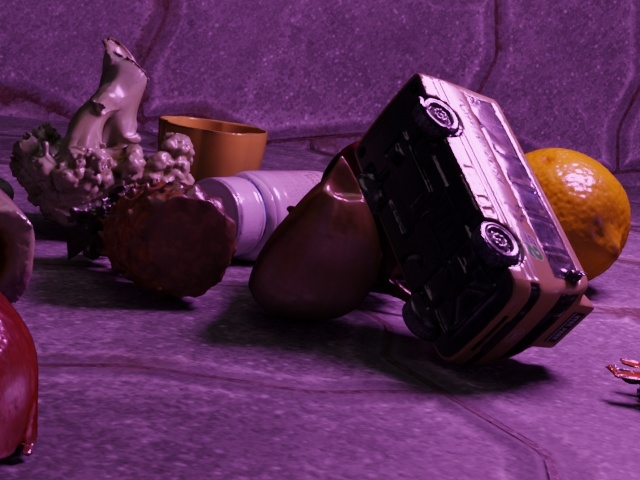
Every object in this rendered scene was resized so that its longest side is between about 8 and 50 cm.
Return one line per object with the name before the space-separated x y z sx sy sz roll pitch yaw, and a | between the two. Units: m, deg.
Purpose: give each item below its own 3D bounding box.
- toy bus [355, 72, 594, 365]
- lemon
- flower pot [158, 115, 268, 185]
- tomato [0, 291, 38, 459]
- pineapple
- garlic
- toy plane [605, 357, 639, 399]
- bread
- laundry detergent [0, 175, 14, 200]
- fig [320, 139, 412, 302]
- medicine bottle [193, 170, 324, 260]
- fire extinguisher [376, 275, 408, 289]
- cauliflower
toy bus | 0.189 -0.025 1.709 0.202 0.177 0.365 10 46 -36
lemon | 0.397 -0.038 2.256 0.253 0.228 0.228 13 10 40
flower pot | -0.199 -0.121 2.406 0.195 0.179 0.195 8 11 -2
tomato | -0.365 0.076 1.121 0.289 0.176 0.335 15 10 21
pineapple | -0.249 -0.013 1.844 0.169 0.169 0.340 2 4 -31
garlic | -0.006 0.015 1.778 0.151 0.196 0.338 19 -9 -5
toy plane | 0.408 0.174 1.555 0.135 0.062 0.188 6 23 -12
bread | -0.469 -0.016 1.628 0.187 0.155 0.338 -1 13 -25
laundry detergent | -0.557 -0.082 2.221 0.099 0.070 0.225 13 7 -26
fig | 0.087 -0.011 1.919 0.186 0.249 0.204 -13 -30 41
medicine bottle | -0.086 -0.040 2.132 0.143 0.143 0.258 16 11 39
fire extinguisher | 0.153 0.036 2.050 0.294 0.093 0.118 10 22 7
cauliflower | -0.324 -0.131 2.116 0.260 0.281 0.327 39 21 12
